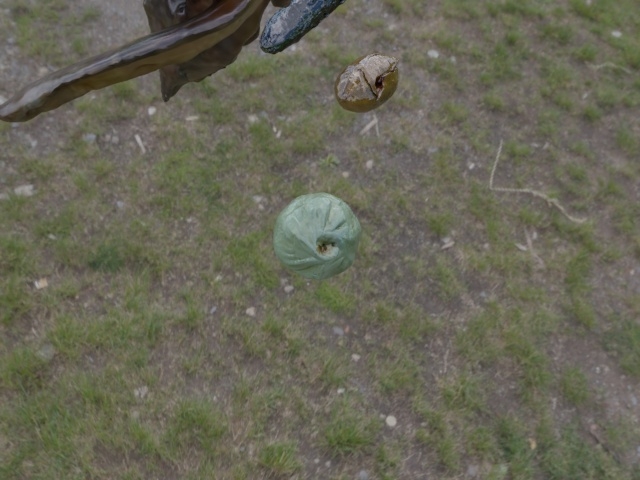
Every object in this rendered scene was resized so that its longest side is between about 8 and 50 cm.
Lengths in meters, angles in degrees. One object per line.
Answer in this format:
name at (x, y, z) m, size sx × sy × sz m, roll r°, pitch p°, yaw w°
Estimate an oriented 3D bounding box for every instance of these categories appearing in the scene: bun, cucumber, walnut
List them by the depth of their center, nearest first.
cucumber at (-0.012, -0.456, 1.055) m, size 0.303 × 0.081 × 0.072 m, roll -45°, pitch 117°, yaw -14°
bun at (0.000, 0.000, 1.154) m, size 0.195 × 0.196 × 0.118 m, roll -11°, pitch 28°, yaw -19°
walnut at (0.121, -0.401, 1.398) m, size 0.137 × 0.137 × 0.245 m, roll 37°, pitch 45°, yaw 12°

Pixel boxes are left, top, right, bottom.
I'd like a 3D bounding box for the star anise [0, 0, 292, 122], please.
star anise at (-0.044, -0.202, 0.328) m, size 0.349 × 0.292 × 0.109 m, roll -31°, pitch 65°, yaw -25°
